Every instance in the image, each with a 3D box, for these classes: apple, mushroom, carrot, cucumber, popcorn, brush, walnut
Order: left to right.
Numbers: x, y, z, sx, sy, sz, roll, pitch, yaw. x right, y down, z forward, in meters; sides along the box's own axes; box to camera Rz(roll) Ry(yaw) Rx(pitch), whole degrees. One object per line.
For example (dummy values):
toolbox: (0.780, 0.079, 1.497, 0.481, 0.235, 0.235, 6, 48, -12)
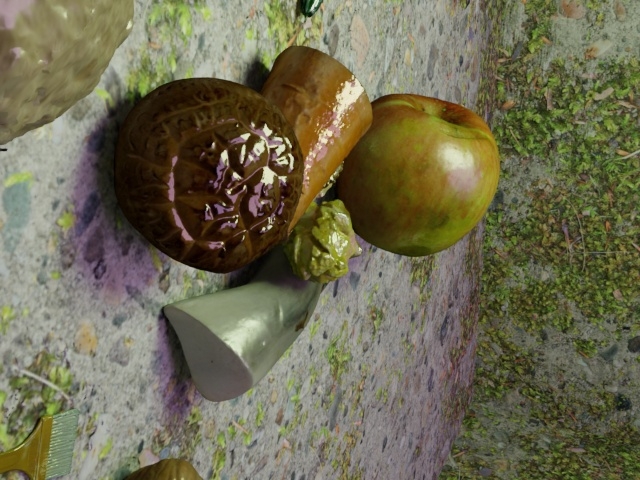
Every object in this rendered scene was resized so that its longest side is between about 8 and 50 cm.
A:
brush: (-0.349, 0.245, 0.740, 0.205, 0.011, 0.083, 2, 98, -64)
walnut: (-0.221, 0.383, 0.921, 0.166, 0.149, 0.167, -165, -90, -81)
mushroom: (-0.133, -0.080, 0.847, 0.253, 0.153, 0.253, -6, 102, -30)
mushroom: (-0.083, 0.090, 1.118, 0.397, 0.126, 0.178, -44, 115, -55)
carrot: (-0.059, -0.147, 1.042, 0.254, 0.195, 0.196, -57, 148, -23)
cucumber: (-0.004, -0.447, 1.178, 0.039, 0.039, 0.168, 63, 41, -53)
popcorn: (0.000, 0.000, 1.090, 0.126, 0.126, 0.145, 61, 14, -24)
apple: (0.193, -0.134, 1.391, 0.339, 0.339, 0.340, -36, 131, -56)

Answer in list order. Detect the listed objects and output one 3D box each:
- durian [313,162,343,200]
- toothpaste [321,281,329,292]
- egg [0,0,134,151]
durian: (-0.013, -0.117, 1.203, 0.140, 0.078, 0.224, 63, 33, -44)
toothpaste: (-0.053, 0.119, 1.272, 0.323, 0.066, 0.100, -51, 143, -37)
egg: (-0.272, -0.188, 0.448, 0.310, 0.279, 0.280, -9, 108, -51)
